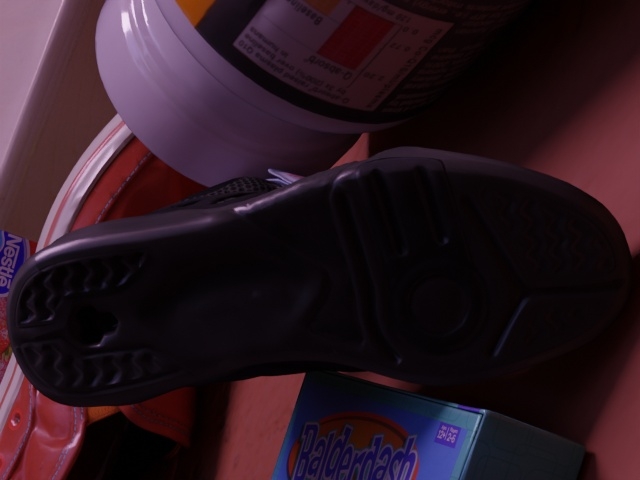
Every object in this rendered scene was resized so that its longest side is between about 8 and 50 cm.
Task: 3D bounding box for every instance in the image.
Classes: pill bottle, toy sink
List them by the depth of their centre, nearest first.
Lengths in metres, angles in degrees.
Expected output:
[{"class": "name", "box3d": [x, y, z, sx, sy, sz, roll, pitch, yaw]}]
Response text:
[{"class": "pill bottle", "box3d": [0.021, -0.144, 0.791, 0.278, 0.162, 0.162, -46, 32, 44]}, {"class": "toy sink", "box3d": [-0.156, -0.082, 1.182, 0.234, 0.131, 0.153, 24, 93, 63]}]

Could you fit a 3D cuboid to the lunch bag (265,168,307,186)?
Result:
[{"class": "lunch bag", "box3d": [0.000, 0.000, 0.834, 0.083, 0.071, 0.053, -33, 49, 55]}]

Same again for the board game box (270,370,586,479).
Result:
[{"class": "board game box", "box3d": [0.011, 0.158, 0.706, 0.160, 0.047, 0.210, 8, 78, 68]}]

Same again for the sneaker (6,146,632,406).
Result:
[{"class": "sneaker", "box3d": [0.008, 0.009, 0.721, 0.130, 0.227, 0.087, -34, -68, -70]}]

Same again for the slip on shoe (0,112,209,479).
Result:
[{"class": "slip on shoe", "box3d": [-0.101, 0.069, 0.984, 0.101, 0.123, 0.331, 18, 82, 35]}]

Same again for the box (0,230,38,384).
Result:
[{"class": "box", "box3d": [-0.266, 0.002, 1.361, 0.122, 0.128, 0.257, -29, 46, 58]}]
